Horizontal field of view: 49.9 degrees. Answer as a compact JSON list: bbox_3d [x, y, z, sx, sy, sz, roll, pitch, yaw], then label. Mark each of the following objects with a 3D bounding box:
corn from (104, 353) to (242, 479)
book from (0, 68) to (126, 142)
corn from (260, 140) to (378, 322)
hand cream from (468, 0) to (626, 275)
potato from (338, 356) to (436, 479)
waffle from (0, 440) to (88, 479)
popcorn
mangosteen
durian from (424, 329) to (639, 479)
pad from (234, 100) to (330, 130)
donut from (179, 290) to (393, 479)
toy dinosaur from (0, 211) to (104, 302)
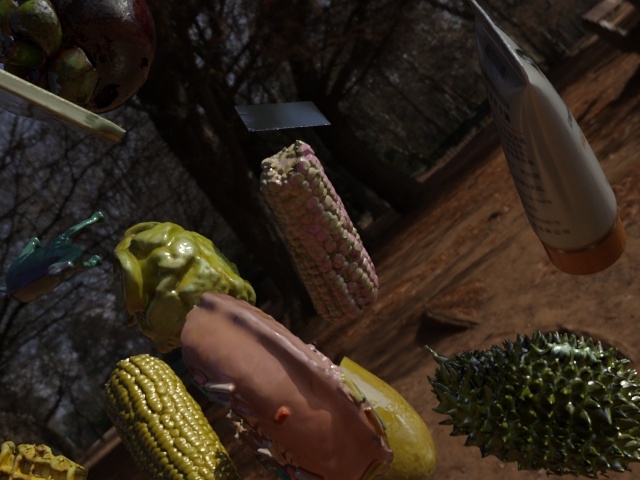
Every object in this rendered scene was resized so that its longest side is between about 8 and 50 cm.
[{"bbox_3d":[-0.163,0.219,0.757,0.091,0.260,0.091,-36,-48,-18],"label":"corn"},{"bbox_3d":[-0.257,-0.118,0.495,0.168,0.192,0.013,24,-95,-49],"label":"book"},{"bbox_3d":[0.002,-0.002,1.064,0.127,0.127,0.335,-42,-43,-17],"label":"corn"},{"bbox_3d":[0.218,-0.092,0.683,0.089,0.314,0.139,-30,41,15],"label":"hand cream"},{"bbox_3d":[0.062,0.268,0.848,0.178,0.158,0.203,91,-156,-62],"label":"potato"},{"bbox_3d":[-0.346,0.326,0.799,0.191,0.191,0.038,-43,-27,-9],"label":"waffle"},{"bbox_3d":[-0.302,0.087,1.491,0.294,0.292,0.334,-11,0,-26],"label":"popcorn"},{"bbox_3d":[-0.459,-0.385,1.280,0.300,0.300,0.300,-43,-3,-3],"label":"mangosteen"},{"bbox_3d":[0.208,0.138,0.632,0.137,0.221,0.095,-76,-12,-59],"label":"durian"},{"bbox_3d":[-0.086,-0.282,1.551,0.190,0.127,0.004,-9,-52,-19],"label":"pad"},{"bbox_3d":[-0.029,0.153,0.608,0.085,0.199,0.232,-47,-32,-21],"label":"donut"},{"bbox_3d":[-0.576,0.080,1.355,0.384,0.129,0.331,-29,14,15],"label":"toy dinosaur"}]
